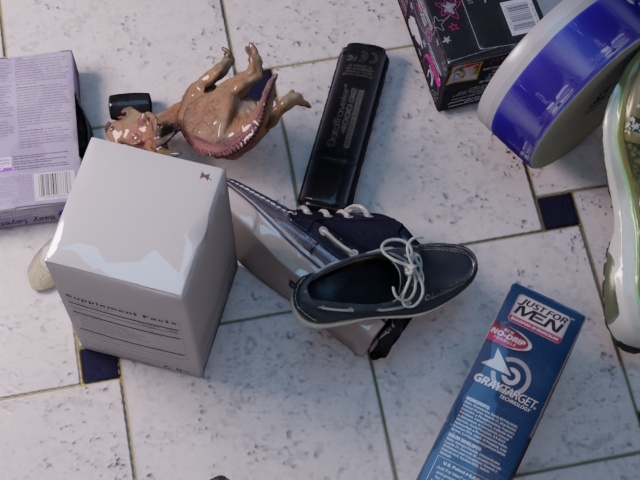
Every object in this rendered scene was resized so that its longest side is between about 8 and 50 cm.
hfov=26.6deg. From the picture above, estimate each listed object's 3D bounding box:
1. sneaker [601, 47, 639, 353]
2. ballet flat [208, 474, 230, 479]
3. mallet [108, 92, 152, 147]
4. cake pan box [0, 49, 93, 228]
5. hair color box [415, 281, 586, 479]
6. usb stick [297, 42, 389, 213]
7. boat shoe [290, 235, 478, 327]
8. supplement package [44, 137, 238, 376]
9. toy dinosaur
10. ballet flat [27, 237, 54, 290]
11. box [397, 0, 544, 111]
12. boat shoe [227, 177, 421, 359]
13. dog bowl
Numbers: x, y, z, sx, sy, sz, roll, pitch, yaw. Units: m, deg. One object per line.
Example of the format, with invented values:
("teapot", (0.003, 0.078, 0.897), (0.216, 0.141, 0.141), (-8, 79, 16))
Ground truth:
("sneaker", (0.475, -0.057, 1.752), (0.182, 0.158, 0.410), (-1, 91, 36))
("ballet flat", (-0.188, 0.350, 1.697), (0.188, 0.070, 0.070), (-22, 68, -12))
("mallet", (-0.277, -0.123, 1.917), (0.062, 0.039, 0.190), (4, 70, 1))
("cake pan box", (-0.455, -0.137, 1.903), (0.267, 0.070, 0.246), (-8, 68, -4))
("hair color box", (0.204, 0.244, 1.678), (0.105, 0.174, 0.347), (25, 68, 10))
("usb stick", (0.035, -0.158, 1.927), (0.077, 0.045, 0.278), (10, 66, 12))
("boat shoe", (0.087, 0.048, 1.711), (0.254, 0.079, 0.095), (-8, 74, -15))
("supplement package", (-0.216, 0.028, 1.707), (0.175, 0.293, 0.177), (14, 66, 6))
("toy dinosaur", (-0.144, -0.153, 1.826), (0.200, 0.295, 0.127), (-49, 118, -22))
("ballet flat", (-0.338, -0.001, 1.847), (0.057, 0.052, 0.168), (42, 74, 15))
("box", (0.213, -0.336, 1.956), (0.163, 0.142, 0.247), (-14, 67, -8))
("boat shoe", (0.000, 0.000, 1.825), (0.340, 0.127, 0.158), (41, 66, 7))
("dog bowl", (0.343, -0.225, 1.839), (0.265, 0.265, 0.104), (-39, 74, -16))
